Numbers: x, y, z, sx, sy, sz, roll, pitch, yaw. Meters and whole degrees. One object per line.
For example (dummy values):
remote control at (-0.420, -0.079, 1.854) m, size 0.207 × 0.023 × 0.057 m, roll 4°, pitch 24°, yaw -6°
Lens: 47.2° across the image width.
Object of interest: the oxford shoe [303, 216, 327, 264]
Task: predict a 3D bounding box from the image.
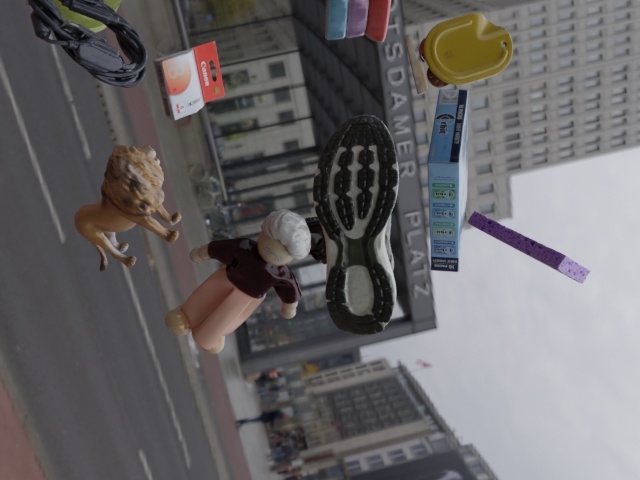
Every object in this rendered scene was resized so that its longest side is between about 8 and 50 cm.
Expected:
oxford shoe at (0.000, 0.000, 1.487) m, size 0.083 × 0.227 × 0.096 m, roll -6°, pitch -96°, yaw 45°

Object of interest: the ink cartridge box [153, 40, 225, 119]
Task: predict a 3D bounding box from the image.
ink cartridge box at (-0.304, -0.386, 1.766) m, size 0.045 × 0.179 × 0.145 m, roll 25°, pitch -47°, yaw 44°

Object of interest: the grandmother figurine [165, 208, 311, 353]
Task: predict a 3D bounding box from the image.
grandmother figurine at (-0.123, 0.070, 1.246) m, size 0.342 × 0.208 × 0.104 m, roll -47°, pitch -154°, yaw 37°

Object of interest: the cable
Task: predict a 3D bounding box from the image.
cable at (-0.274, -0.249, 0.851) m, size 0.150 × 0.047 × 0.184 m, roll 54°, pitch 18°, yaw 16°

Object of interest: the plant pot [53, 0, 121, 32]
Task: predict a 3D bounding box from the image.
plant pot at (-0.534, -0.674, 1.753) m, size 0.276 × 0.254 × 0.276 m, roll 20°, pitch 64°, yaw -46°

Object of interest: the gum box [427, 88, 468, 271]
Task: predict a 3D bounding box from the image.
gum box at (0.169, -0.078, 0.964) m, size 0.157 × 0.041 × 0.184 m, roll -74°, pitch 161°, yaw -43°

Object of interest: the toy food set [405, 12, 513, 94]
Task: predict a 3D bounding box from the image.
toy food set at (0.253, -0.348, 1.389) m, size 0.071 × 0.218 × 0.128 m, roll 142°, pitch -71°, yaw -76°

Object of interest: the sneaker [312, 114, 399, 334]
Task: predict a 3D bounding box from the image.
sneaker at (0.074, -0.037, 1.398) m, size 0.182 × 0.158 × 0.410 m, roll -62°, pitch 154°, yaw -72°

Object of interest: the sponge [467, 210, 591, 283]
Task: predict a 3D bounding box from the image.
sponge at (0.378, 0.010, 1.337) m, size 0.117 × 0.031 × 0.210 m, roll 21°, pitch 10°, yaw -46°

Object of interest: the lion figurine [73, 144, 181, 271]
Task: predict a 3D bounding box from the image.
lion figurine at (-0.494, -0.065, 1.768) m, size 0.240 × 0.392 × 0.142 m, roll 40°, pitch 33°, yaw -31°

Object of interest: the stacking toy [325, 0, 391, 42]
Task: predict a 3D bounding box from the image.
stacking toy at (0.040, -0.428, 0.988) m, size 0.309 × 0.130 × 0.279 m, roll 101°, pitch -8°, yaw -84°
